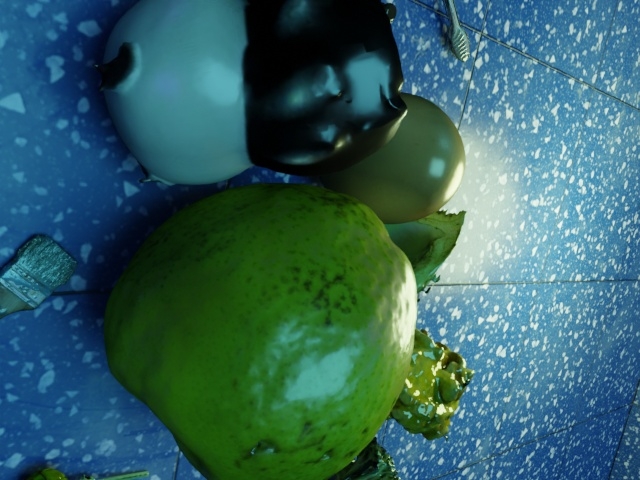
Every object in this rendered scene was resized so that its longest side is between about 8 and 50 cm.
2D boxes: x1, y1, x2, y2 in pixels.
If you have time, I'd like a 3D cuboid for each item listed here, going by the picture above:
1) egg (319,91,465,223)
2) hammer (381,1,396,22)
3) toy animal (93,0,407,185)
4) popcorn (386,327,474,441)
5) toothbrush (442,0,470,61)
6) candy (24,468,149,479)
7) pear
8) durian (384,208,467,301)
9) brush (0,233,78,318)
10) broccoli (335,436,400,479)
[{"bbox_3d":[0.109,-0.120,0.909,0.201,0.244,0.200,-8,108,-28],"label":"egg"},{"bbox_3d":[0.096,-0.236,0.993,0.029,0.058,0.292,-26,127,-32],"label":"hammer"},{"bbox_3d":[-0.084,-0.178,0.693,0.310,0.251,0.250,-15,119,-8],"label":"toy animal"},{"bbox_3d":[0.195,0.273,1.175,0.189,0.170,0.218,-59,140,-7],"label":"popcorn"},{"bbox_3d":[0.182,-0.477,0.983,0.035,0.042,0.413,-21,126,7],"label":"toothbrush"},{"bbox_3d":[-0.312,0.331,0.824,0.194,0.062,0.058,16,50,-53],"label":"candy"},{"bbox_3d":[-0.054,0.104,0.755,0.391,0.391,0.390,-17,116,-38],"label":"pear"},{"bbox_3d":[0.093,0.104,1.001,0.394,0.198,0.163,-50,133,-14],"label":"durian"},{"bbox_3d":[-0.368,0.079,0.696,0.196,0.021,0.070,-48,132,-16],"label":"brush"},{"bbox_3d":[-0.018,0.507,1.061,0.362,0.221,0.251,-6,103,-30],"label":"broccoli"}]
